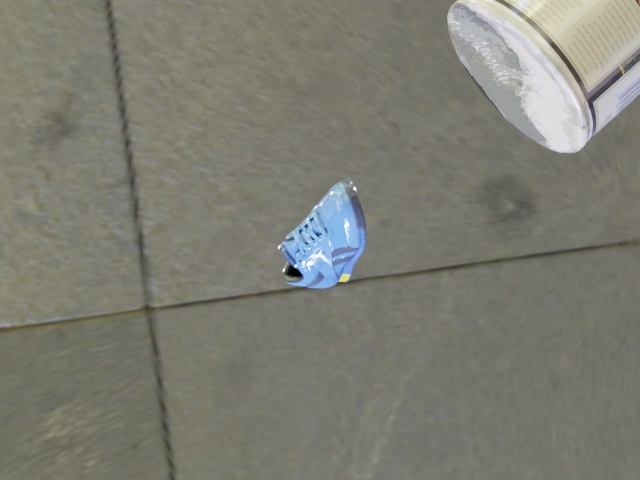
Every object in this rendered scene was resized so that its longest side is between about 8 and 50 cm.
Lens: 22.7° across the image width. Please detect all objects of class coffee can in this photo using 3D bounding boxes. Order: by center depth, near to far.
[{"bbox_3d":[0.299,-0.254,1.664,0.275,0.201,0.201,-41,82,-13],"label":"coffee can"}]

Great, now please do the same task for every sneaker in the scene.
[{"bbox_3d":[0.000,0.000,1.825,0.082,0.209,0.069,-10,66,-14],"label":"sneaker"}]

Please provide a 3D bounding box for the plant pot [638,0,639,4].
[{"bbox_3d":[0.341,-0.178,1.126,0.272,0.272,0.265,-12,116,11],"label":"plant pot"}]
